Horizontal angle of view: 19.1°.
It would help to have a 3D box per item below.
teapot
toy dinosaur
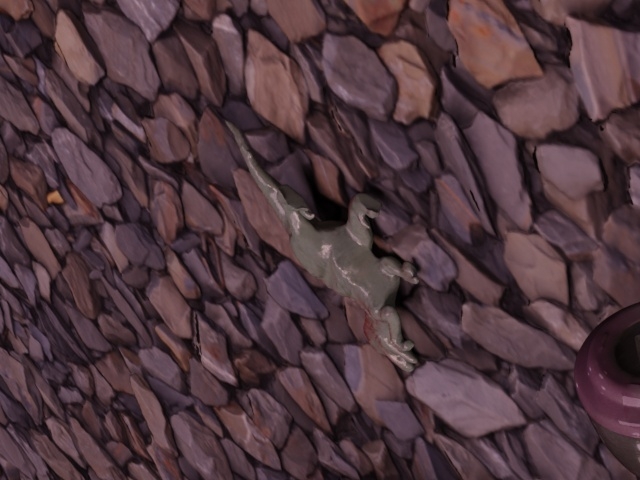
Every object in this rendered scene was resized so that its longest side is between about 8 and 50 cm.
[{"bbox_3d":[0.257,0.114,1.297,0.116,0.148,0.146,-102,-9,-49],"label":"teapot"},{"bbox_3d":[0.000,0.000,1.595,0.242,0.053,0.167,39,155,12],"label":"toy dinosaur"}]
